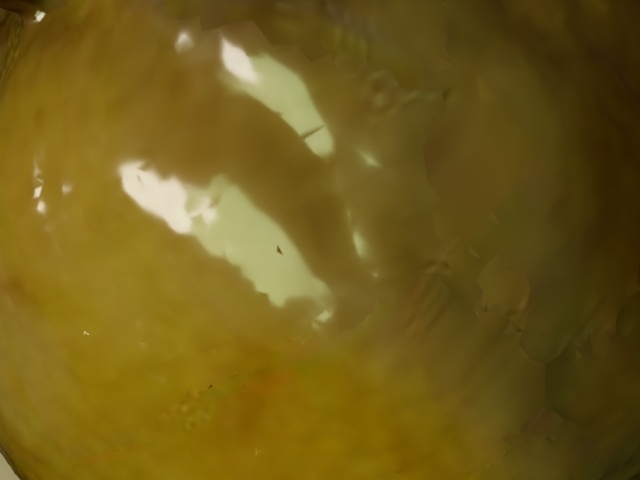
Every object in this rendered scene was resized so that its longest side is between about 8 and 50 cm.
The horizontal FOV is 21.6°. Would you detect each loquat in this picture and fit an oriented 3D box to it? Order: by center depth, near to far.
[{"bbox_3d":[0.000,0.000,0.483,0.238,0.193,0.238,11,131,13],"label":"loquat"}]
